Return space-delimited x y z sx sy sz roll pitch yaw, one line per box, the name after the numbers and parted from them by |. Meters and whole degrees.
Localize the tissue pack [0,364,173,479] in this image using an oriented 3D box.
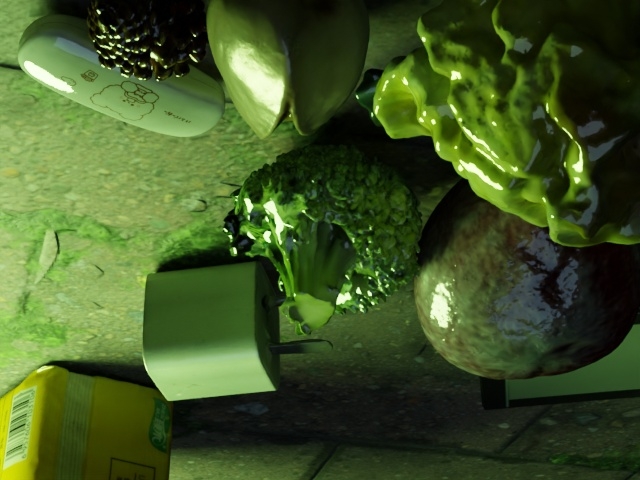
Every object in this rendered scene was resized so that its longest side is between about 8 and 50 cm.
-0.353 0.400 1.695 0.228 0.382 0.293 22 142 -31 | tissue pack

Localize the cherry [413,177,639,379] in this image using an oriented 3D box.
0.209 0.022 1.269 0.230 0.203 0.300 4 141 4 | cherry

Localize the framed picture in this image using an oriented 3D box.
0.379 0.153 1.669 0.347 0.016 0.265 -6 148 8 | framed picture

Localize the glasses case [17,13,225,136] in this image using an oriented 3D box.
-0.173 -0.143 1.125 0.193 0.049 0.074 22 142 -32 | glasses case

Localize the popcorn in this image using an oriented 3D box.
0.199 -0.126 0.955 0.292 0.237 0.293 -6 129 -8 | popcorn

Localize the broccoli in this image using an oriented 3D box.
0.000 -0.002 1.250 0.197 0.176 0.226 21 122 -4 | broccoli

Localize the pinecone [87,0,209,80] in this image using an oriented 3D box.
-0.141 -0.174 1.041 0.102 0.102 0.109 -12 158 17 | pinecone

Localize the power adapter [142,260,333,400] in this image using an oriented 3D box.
-0.087 0.101 1.452 0.204 0.130 0.125 -6 148 9 | power adapter

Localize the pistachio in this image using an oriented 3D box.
-0.025 -0.154 1.041 0.129 0.131 0.206 5 155 5 | pistachio
